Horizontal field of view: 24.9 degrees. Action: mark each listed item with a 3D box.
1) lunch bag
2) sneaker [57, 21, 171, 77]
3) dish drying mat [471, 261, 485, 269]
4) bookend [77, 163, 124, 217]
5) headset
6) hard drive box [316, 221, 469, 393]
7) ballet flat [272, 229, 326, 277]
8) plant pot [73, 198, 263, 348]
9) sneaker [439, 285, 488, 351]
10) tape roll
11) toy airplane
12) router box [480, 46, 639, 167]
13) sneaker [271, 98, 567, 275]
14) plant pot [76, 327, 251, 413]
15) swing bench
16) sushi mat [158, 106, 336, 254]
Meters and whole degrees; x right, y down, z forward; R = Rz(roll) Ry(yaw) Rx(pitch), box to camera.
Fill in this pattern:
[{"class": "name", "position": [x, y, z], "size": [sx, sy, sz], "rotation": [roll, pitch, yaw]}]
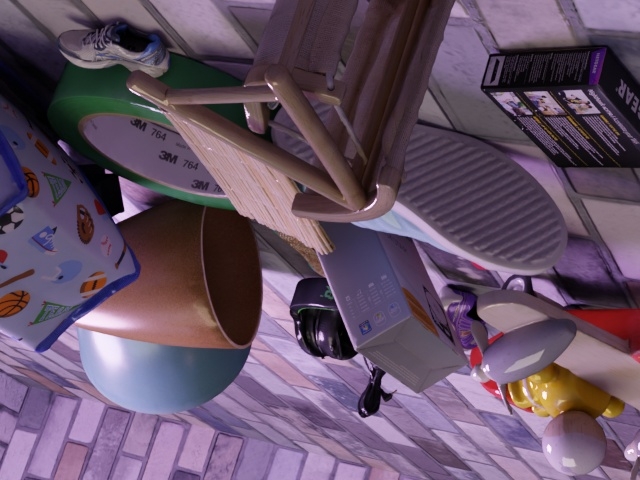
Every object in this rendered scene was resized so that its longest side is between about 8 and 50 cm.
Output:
[{"class": "lunch bag", "position": [-0.447, -0.094, 1.914], "size": [0.385, 0.239, 0.328], "rotation": [55, -177, 29]}, {"class": "sneaker", "position": [-0.240, -0.231, 1.678], "size": [0.135, 0.052, 0.058], "rotation": [8, 152, 8]}, {"class": "dish drying mat", "position": [0.219, 0.023, 2.052], "size": [0.032, 0.008, 0.083], "rotation": [7, 161, 34]}, {"class": "bookend", "position": [-0.347, -0.064, 2.143], "size": [0.156, 0.072, 0.157], "rotation": [-2, -163, 24]}, {"class": "headset", "position": [0.073, 0.171, 2.358], "size": [0.243, 0.185, 0.394], "rotation": [15, 166, 12]}, {"class": "hard drive box", "position": [0.085, 0.064, 1.935], "size": [0.089, 0.232, 0.181], "rotation": [-33, 144, 14]}, {"class": "ballet flat", "position": [0.000, 0.000, 2.109], "size": [0.067, 0.073, 0.206], "rotation": [-9, 155, 28]}, {"class": "plant pot", "position": [-0.242, 0.054, 2.106], "size": [0.254, 0.237, 0.237], "rotation": [-8, 155, 16]}, {"class": "sneaker", "position": [0.235, 0.128, 2.268], "size": [0.071, 0.068, 0.170], "rotation": [4, 158, 24]}, {"class": "tape roll", "position": [-0.183, -0.138, 1.845], "size": [0.321, 0.077, 0.321], "rotation": [17, 163, 5]}, {"class": "toy airplane", "position": [0.385, 0.186, 1.942], "size": [0.386, 0.272, 0.384], "rotation": [16, 162, 9]}, {"class": "router box", "position": [0.263, -0.130, 1.466], "size": [0.133, 0.046, 0.179], "rotation": [3, 158, 39]}, {"class": "sneaker", "position": [0.115, -0.058, 1.718], "size": [0.366, 0.135, 0.150], "rotation": [28, 165, 6]}, {"class": "plant pot", "position": [-0.262, 0.098, 2.333], "size": [0.293, 0.293, 0.235], "rotation": [15, 150, 11]}, {"class": "swing bench", "position": [0.013, -0.178, 1.217], "size": [0.165, 0.253, 0.254], "rotation": [3, 158, 39]}, {"class": "sushi mat", "position": [-0.083, -0.071, 1.749], "size": [0.151, 0.019, 0.316], "rotation": [25, 166, 23]}]
